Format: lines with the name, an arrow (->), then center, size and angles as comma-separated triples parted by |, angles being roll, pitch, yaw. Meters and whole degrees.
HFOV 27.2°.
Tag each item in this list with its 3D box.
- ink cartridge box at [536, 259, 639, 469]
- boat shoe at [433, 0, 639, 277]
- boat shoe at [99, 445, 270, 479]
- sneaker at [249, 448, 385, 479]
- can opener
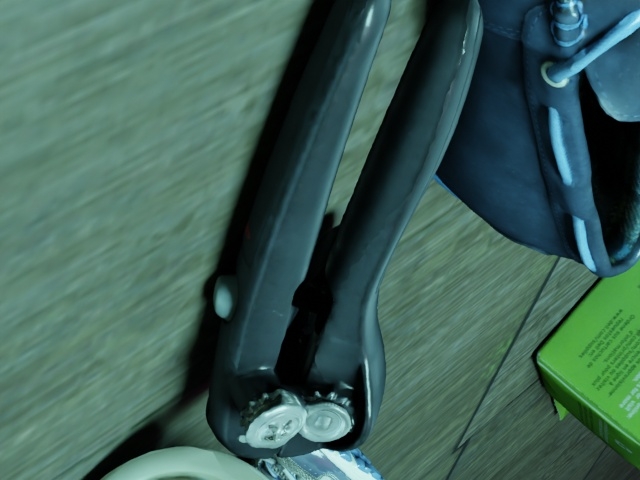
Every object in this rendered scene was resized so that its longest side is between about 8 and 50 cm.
ink cartridge box -> 0.257, 0.069, 0.949 | 0.189, 0.097, 0.255 | -48, 158, -4
boat shoe -> 0.091, -0.078, 0.370 | 0.109, 0.089, 0.258 | -44, 159, -15
boat shoe -> -0.115, 0.211, 0.430 | 0.324, 0.116, 0.097 | -50, 159, -11
sneaker -> -0.009, 0.103, 0.540 | 0.058, 0.052, 0.135 | -41, 158, -10
can opener -> 0.000, 0.000, 0.392 | 0.059, 0.073, 0.186 | 1, 136, -12
